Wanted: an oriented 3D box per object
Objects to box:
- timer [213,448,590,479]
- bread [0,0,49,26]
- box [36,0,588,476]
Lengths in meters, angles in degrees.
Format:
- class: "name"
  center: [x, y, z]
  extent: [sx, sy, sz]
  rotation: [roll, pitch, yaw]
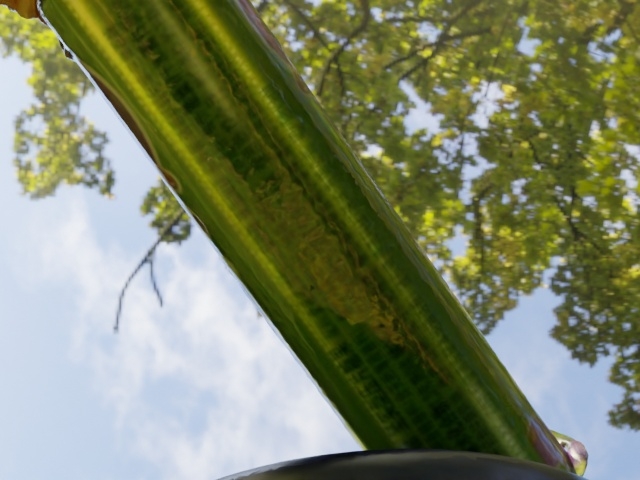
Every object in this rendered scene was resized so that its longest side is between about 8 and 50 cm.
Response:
- class: "timer"
  center: [0.032, 0.300, 0.354]
  extent: [0.270, 0.270, 0.383]
  rotation: [-39, -142, 34]
- class: "bread"
  center: [-0.213, -0.318, 0.753]
  extent: [0.185, 0.114, 0.274]
  rotation: [27, -72, 7]
- class: "box"
  center: [0.000, 0.000, 0.516]
  extent: [0.097, 0.134, 0.345]
  rotation: [-36, -81, -3]
